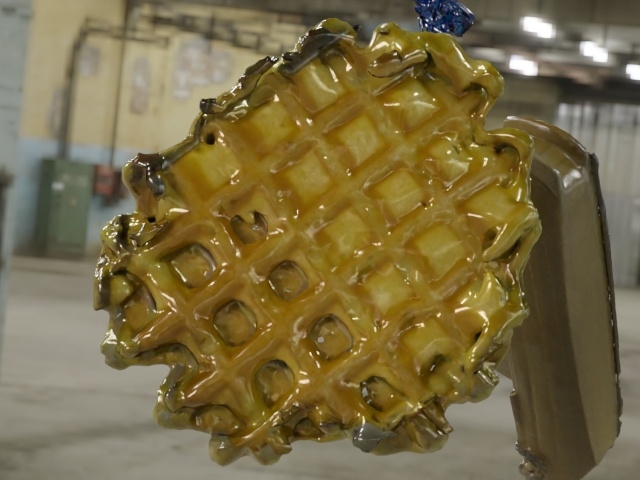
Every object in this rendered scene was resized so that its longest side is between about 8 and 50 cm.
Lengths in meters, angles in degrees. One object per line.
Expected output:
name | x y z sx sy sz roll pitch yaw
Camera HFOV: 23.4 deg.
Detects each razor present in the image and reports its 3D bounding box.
razor | 0.051 -0.106 1.539 0.093 0.324 0.056 31 0 -38

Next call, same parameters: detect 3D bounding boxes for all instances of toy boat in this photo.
toy boat | 0.159 0.058 1.198 0.121 0.321 0.089 6 31 32

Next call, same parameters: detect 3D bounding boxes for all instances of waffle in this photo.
waffle | 0.000 0.000 0.919 0.262 0.280 0.060 8 -6 -4
